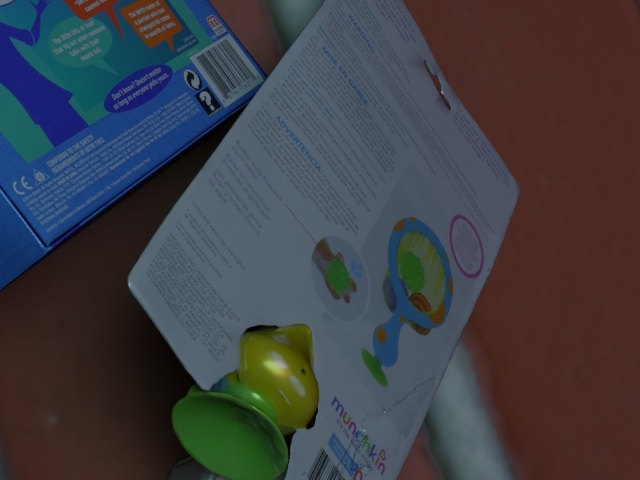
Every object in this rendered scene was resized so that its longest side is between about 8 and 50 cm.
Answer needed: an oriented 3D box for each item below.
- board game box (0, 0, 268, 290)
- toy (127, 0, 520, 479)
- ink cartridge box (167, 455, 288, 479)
[{"bbox_3d":[-0.129,-0.102,0.508,0.210,0.047,0.160,53,37,-5],"label":"board game box"},{"bbox_3d":[0.000,0.000,0.558,0.137,0.056,0.237,55,35,-22],"label":"toy"},{"bbox_3d":[-0.004,0.148,0.526,0.135,0.056,0.099,28,63,-18],"label":"ink cartridge box"}]
